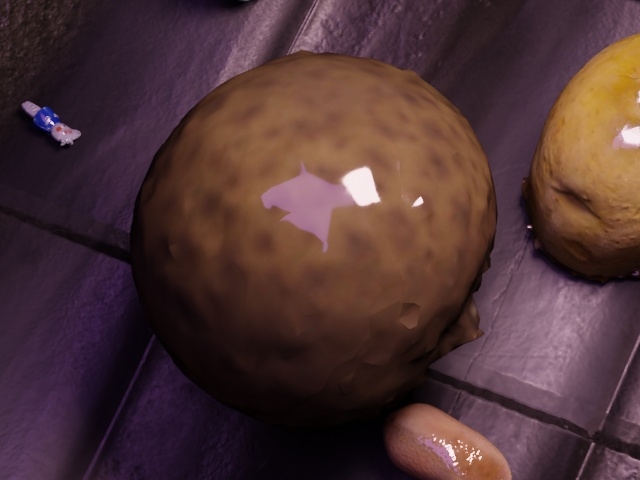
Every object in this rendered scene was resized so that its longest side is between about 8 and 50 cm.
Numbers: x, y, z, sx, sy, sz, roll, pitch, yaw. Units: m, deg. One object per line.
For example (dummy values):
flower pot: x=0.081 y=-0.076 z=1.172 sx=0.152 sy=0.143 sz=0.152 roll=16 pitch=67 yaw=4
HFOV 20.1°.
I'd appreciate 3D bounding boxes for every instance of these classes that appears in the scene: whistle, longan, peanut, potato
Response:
whistle: x=-0.321 y=-0.141 z=2.147 sx=0.083 sy=0.029 sz=0.033 roll=38 pitch=43 yaw=18
longan: x=0.000 y=0.000 z=1.838 sx=0.391 sy=0.391 sz=0.391 roll=-4 pitch=67 yaw=11
peanut: x=0.130 y=0.222 z=1.877 sx=0.152 sy=0.076 sz=0.076 roll=28 pitch=76 yaw=23
potato: x=0.335 y=-0.104 z=1.891 sx=0.285 sy=0.242 sz=0.242 roll=-38 pitch=66 yaw=-8
